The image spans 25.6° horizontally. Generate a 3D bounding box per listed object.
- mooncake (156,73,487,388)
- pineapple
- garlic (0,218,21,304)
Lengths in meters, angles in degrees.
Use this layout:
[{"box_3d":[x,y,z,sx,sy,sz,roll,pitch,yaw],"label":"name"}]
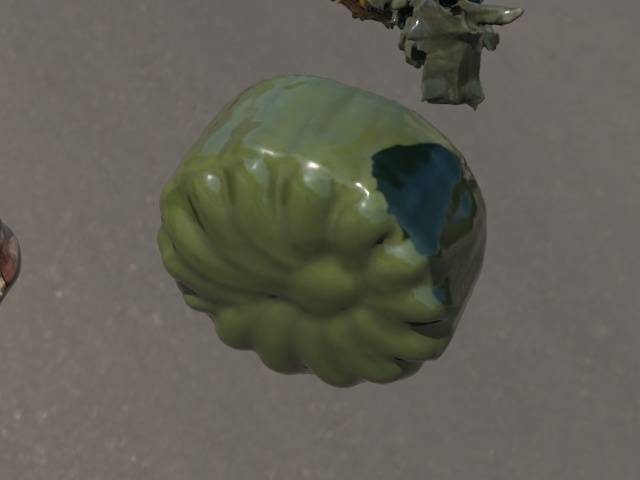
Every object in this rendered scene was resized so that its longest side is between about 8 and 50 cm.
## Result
[{"box_3d":[0.000,0.000,1.558,0.356,0.356,0.194,28,52,5],"label":"mooncake"},{"box_3d":[0.069,-0.191,1.053,0.128,0.128,0.248,6,33,-23],"label":"pineapple"},{"box_3d":[-0.431,0.049,1.523,0.245,0.245,0.160,-14,42,-40],"label":"garlic"}]
